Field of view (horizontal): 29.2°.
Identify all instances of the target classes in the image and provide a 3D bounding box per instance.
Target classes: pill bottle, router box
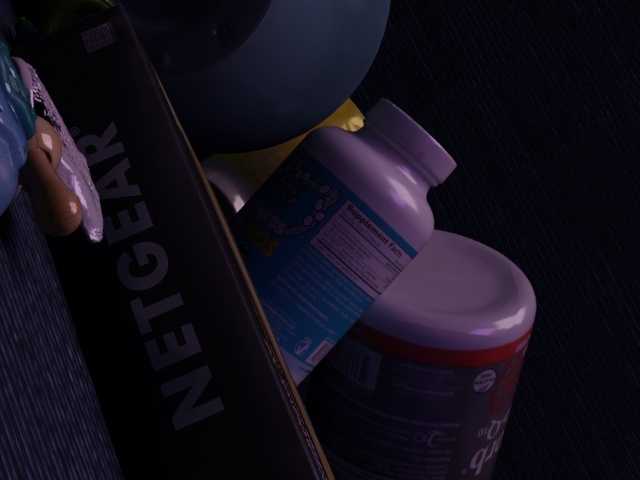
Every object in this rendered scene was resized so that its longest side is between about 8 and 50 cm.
[{"bbox_3d":[0.086,0.187,1.281,0.210,0.210,0.363,-117,-148,-56],"label":"pill bottle"},{"bbox_3d":[-0.068,0.060,0.693,0.243,0.081,0.309,71,-5,-61],"label":"router box"},{"bbox_3d":[0.000,0.000,1.097,0.146,0.264,0.146,42,1,-1],"label":"pill bottle"}]

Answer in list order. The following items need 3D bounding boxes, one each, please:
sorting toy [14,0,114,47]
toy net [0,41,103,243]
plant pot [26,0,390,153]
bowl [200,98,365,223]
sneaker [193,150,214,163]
[{"bbox_3d":[-0.168,-0.133,0.801,0.102,0.061,0.042,107,-35,-49],"label":"sorting toy"},{"bbox_3d":[-0.126,-0.049,0.437,0.232,0.045,0.122,133,-68,-85],"label":"toy net"},{"bbox_3d":[-0.099,-0.210,0.966,0.235,0.293,0.293,-37,104,-80],"label":"plant pot"},{"bbox_3d":[-0.082,-0.037,1.316,0.156,0.289,0.289,-29,98,-50],"label":"bowl"},{"bbox_3d":[-0.148,-0.172,1.160,0.296,0.123,0.178,101,-29,-46],"label":"sneaker"}]
